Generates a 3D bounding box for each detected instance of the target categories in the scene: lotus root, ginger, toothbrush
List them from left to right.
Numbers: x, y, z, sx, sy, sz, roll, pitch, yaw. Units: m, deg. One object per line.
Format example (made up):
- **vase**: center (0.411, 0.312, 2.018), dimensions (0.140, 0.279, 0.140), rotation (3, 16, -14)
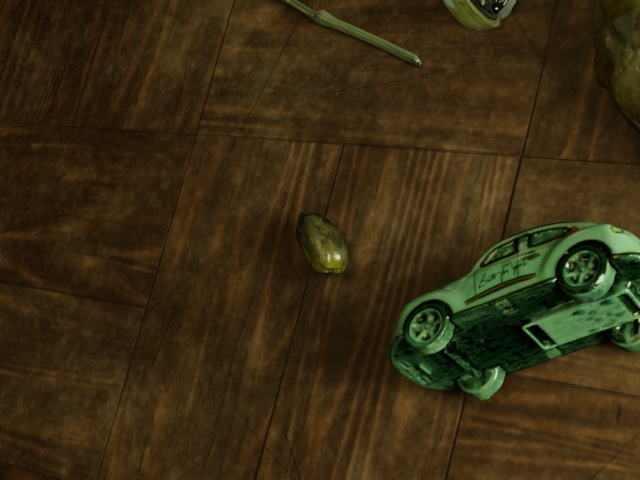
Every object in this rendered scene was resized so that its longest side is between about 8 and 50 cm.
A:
- **lotus root**: center (0.000, 0.000, 1.498), dimensions (0.049, 0.054, 0.099), rotation (-47, 53, 23)
- **toothbrush**: center (0.026, -0.281, 1.603), dimensions (0.028, 0.026, 0.294), rotation (-46, 52, -7)
- **ginger**: center (0.361, -0.168, 1.287), dimensions (0.109, 0.116, 0.263), rotation (116, 138, -53)

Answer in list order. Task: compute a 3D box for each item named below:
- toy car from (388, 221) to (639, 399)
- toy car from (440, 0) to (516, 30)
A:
- **toy car**: center (0.215, 0.063, 1.283), dimensions (0.306, 0.136, 0.125), rotation (-22, 49, 28)
- **toy car**: center (0.160, -0.371, 1.499), dimensions (0.124, 0.101, 0.256), rotation (-12, 65, 35)
